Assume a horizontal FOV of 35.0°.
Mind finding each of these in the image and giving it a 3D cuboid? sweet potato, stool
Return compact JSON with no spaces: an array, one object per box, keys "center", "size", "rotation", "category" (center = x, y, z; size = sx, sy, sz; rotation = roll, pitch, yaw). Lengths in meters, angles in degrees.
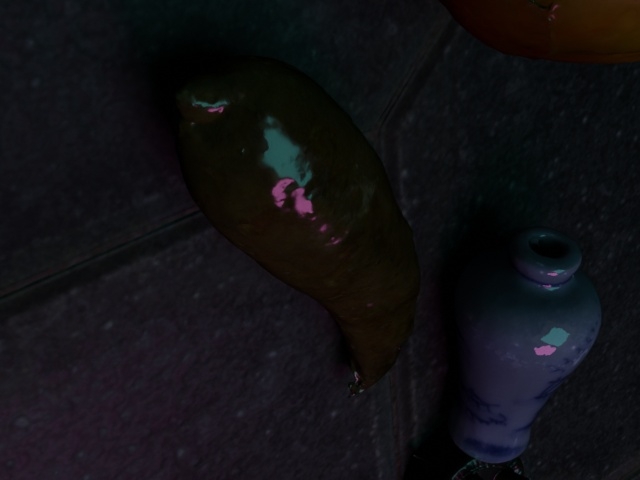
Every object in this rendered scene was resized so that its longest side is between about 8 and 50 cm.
[{"center":[0.004,-0.002,0.798],"size":[0.130,0.130,0.422],"rotation":[-44,143,-9],"category":"sweet potato"},{"center":[0.182,0.285,1.118],"size":[0.217,0.121,0.125],"rotation":[38,88,-41],"category":"stool"}]

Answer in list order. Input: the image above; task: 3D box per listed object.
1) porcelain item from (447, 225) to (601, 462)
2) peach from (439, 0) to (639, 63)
[{"center":[0.192,0.105,1.004],"size":[0.141,0.141,0.259],"rotation":[-18,134,-31],"category":"porcelain item"},{"center":[0.196,-0.286,0.654],"size":[0.373,0.290,0.372],"rotation":[-19,129,-25],"category":"peach"}]
